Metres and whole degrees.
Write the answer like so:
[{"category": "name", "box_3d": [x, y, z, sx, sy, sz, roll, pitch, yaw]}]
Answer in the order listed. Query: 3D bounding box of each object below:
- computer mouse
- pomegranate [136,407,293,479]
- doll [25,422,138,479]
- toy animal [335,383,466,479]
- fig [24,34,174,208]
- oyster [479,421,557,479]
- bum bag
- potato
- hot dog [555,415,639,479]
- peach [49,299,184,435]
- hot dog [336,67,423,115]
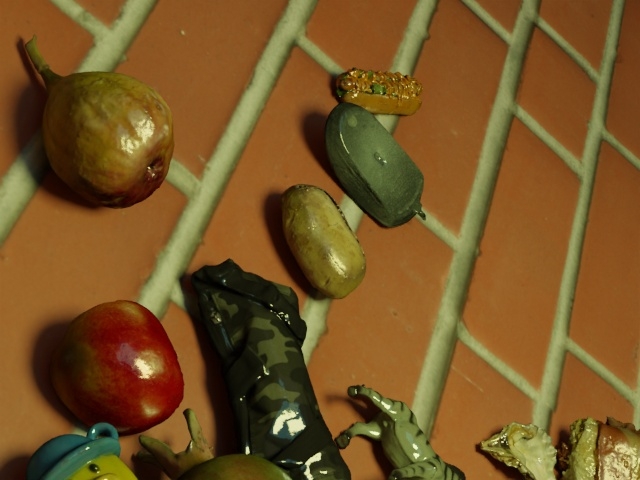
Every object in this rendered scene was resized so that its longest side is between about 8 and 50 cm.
[{"category": "computer mouse", "box_3d": [0.076, -0.109, 1.930, 0.229, 0.068, 0.113, 51, 57, -22]}, {"category": "pomegranate", "box_3d": [-0.117, 0.291, 1.402, 0.181, 0.181, 0.224, -6, 50, -46]}, {"category": "doll", "box_3d": [-0.217, 0.345, 1.276, 0.199, 0.145, 0.363, 3, 55, -12]}, {"category": "toy animal", "box_3d": [0.118, 0.282, 1.706, 0.176, 0.073, 0.217, -4, 63, -52]}, {"category": "fig", "box_3d": [-0.285, -0.161, 1.580, 0.159, 0.159, 0.257, -17, 60, -48]}, {"category": "oyster", "box_3d": [0.303, 0.317, 1.878, 0.121, 0.045, 0.146, 58, 33, 8]}, {"category": "bum bag", "box_3d": [-0.062, 0.174, 1.585, 0.144, 0.095, 0.340, 3, 56, -35]}, {"category": "potato", "box_3d": [0.000, 0.000, 1.770, 0.107, 0.080, 0.170, -23, 76, -48]}, {"category": "hot dog", "box_3d": [0.458, 0.346, 1.938, 0.213, 0.103, 0.146, 19, 63, 3]}, {"category": "peach", "box_3d": [-0.226, 0.147, 1.438, 0.151, 0.118, 0.151, -12, 114, -28]}, {"category": "hot dog", "box_3d": [0.099, -0.236, 2.045, 0.188, 0.055, 0.072, -3, 65, -44]}]
